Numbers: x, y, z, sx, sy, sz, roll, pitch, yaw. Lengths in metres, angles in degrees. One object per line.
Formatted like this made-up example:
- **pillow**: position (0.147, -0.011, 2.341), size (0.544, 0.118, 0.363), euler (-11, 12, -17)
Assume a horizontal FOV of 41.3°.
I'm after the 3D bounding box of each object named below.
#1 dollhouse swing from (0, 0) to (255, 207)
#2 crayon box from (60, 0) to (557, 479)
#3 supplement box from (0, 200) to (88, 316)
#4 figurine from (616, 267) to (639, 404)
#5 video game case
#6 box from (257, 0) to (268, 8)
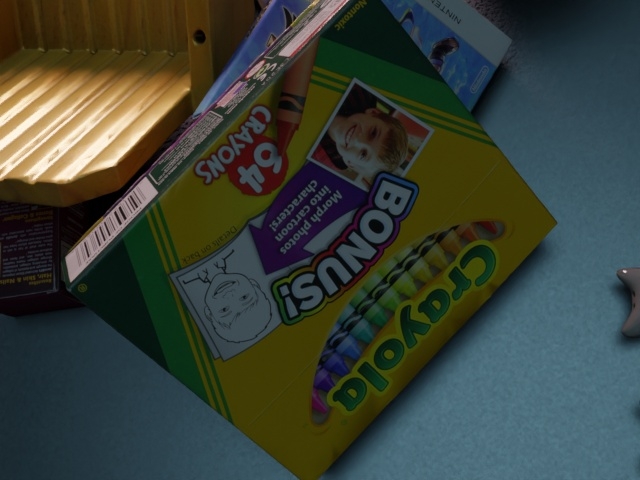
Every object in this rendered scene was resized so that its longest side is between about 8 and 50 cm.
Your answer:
- **dollhouse swing**: position (-0.291, -0.237, 0.903), size (0.347, 0.305, 0.315), euler (7, 113, 21)
- **crayon box**: position (0.000, 0.000, 0.811), size (0.363, 0.106, 0.313), euler (-46, 114, -3)
- **supplement box**: position (-0.336, -0.014, 0.998), size (0.104, 0.081, 0.188), euler (-8, 72, 10)
- **figurine**: position (0.396, 0.107, 0.799), size (0.210, 0.092, 0.214), euler (-10, 71, 14)
- **video game case**: position (0.040, -0.173, 0.905), size (0.244, 0.061, 0.269), euler (33, 82, -16)
- **box**: position (-0.018, -0.362, 1.025), size (0.171, 0.091, 0.130), euler (-28, 70, 4)
